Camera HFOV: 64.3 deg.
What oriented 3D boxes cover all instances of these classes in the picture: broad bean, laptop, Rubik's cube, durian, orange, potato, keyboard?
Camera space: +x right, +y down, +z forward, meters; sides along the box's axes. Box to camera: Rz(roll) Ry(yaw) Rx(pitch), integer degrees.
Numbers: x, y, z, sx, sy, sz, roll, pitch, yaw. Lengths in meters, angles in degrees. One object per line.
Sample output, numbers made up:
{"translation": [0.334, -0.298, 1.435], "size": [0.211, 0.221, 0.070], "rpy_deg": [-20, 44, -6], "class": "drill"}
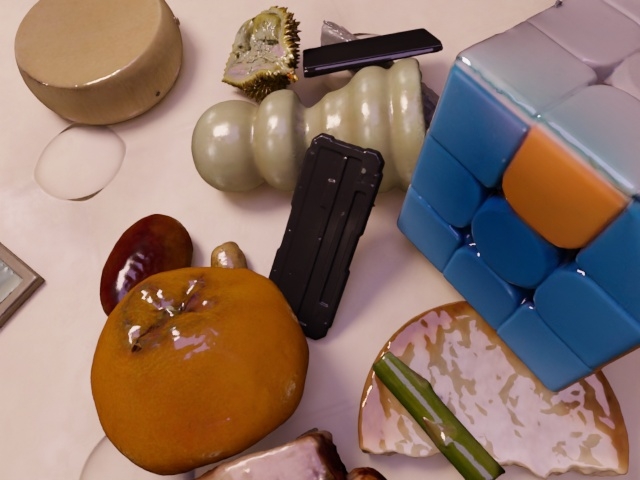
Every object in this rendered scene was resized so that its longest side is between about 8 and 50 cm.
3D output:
{"translation": [-0.241, 0.039, 0.704], "size": [0.114, 0.084, 0.165], "rpy_deg": [31, 66, -1], "class": "broad bean"}
{"translation": [0.070, -0.279, 0.749], "size": [0.197, 0.016, 0.135], "rpy_deg": [-8, 33, 4], "class": "laptop"}
{"translation": [0.300, -0.061, 0.560], "size": [0.291, 0.292, 0.290], "rpy_deg": [-31, 66, -21], "class": "Rubik's cube"}
{"translation": [-0.070, -0.282, 0.788], "size": [0.147, 0.102, 0.208], "rpy_deg": [-61, 38, 15], "class": "durian"}
{"translation": [-0.132, 0.134, 0.572], "size": [0.248, 0.183, 0.249], "rpy_deg": [-10, 48, 11], "class": "orange"}
{"translation": [-0.127, 0.041, 0.713], "size": [0.051, 0.040, 0.083], "rpy_deg": [-7, 68, -8], "class": "potato"}
{"translation": [0.000, 0.000, 0.658], "size": [0.106, 0.016, 0.263], "rpy_deg": [21, 105, 14], "class": "keyboard"}

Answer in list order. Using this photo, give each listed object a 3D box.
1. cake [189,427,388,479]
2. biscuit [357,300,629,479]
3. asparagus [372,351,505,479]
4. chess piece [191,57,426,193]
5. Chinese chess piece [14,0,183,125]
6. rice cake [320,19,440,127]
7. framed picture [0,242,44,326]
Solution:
{"translation": [-0.039, 0.303, 0.511], "size": [0.292, 0.196, 0.199], "rpy_deg": [-25, 66, -4], "class": "cake"}
{"translation": [0.204, 0.176, 0.628], "size": [0.308, 0.040, 0.205], "rpy_deg": [3, 68, 6], "class": "biscuit"}
{"translation": [0.129, 0.202, 0.581], "size": [0.045, 0.041, 0.178], "rpy_deg": [-27, 62, -32], "class": "asparagus"}
{"translation": [-0.021, -0.146, 0.723], "size": [0.329, 0.182, 0.183], "rpy_deg": [-4, 67, 9], "class": "chess piece"}
{"translation": [-0.365, -0.320, 0.852], "size": [0.273, 0.102, 0.274], "rpy_deg": [-2, 66, 6], "class": "Chinese chess piece"}
{"translation": [0.094, -0.272, 0.820], "size": [0.270, 0.055, 0.049], "rpy_deg": [41, 37, 19], "class": "rice cake"}
{"translation": [-0.600, 0.118, 0.732], "size": [0.247, 0.022, 0.335], "rpy_deg": [34, 73, 17], "class": "framed picture"}
